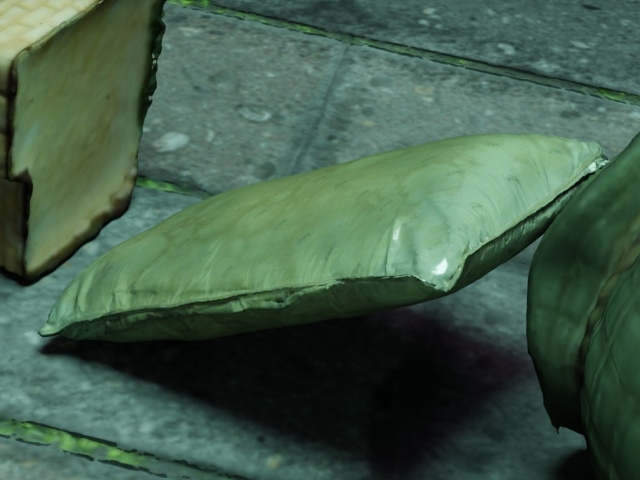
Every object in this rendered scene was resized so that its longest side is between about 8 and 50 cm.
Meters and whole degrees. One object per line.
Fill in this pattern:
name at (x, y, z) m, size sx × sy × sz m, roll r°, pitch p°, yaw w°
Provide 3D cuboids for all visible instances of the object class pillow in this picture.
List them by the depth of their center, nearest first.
pillow at (0.000, 0.000, 0.930) m, size 0.302 × 0.075 × 0.185 m, roll -9°, pitch 17°, yaw 39°

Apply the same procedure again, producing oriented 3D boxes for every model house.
model house at (-0.210, -0.097, 1.024) m, size 0.172 × 0.183 × 0.166 m, roll 22°, pitch 38°, yaw 17°

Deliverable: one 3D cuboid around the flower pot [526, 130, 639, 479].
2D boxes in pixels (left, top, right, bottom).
flower pot at (0.269, 0.057, 0.831) m, size 0.301 × 0.302 × 0.213 m, roll -7°, pitch 37°, yaw -19°
